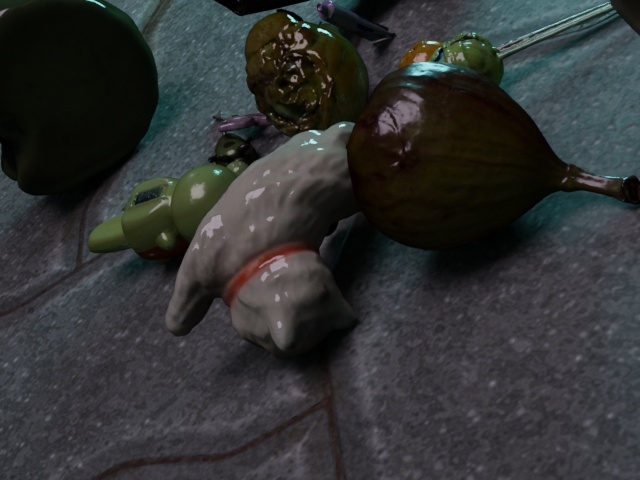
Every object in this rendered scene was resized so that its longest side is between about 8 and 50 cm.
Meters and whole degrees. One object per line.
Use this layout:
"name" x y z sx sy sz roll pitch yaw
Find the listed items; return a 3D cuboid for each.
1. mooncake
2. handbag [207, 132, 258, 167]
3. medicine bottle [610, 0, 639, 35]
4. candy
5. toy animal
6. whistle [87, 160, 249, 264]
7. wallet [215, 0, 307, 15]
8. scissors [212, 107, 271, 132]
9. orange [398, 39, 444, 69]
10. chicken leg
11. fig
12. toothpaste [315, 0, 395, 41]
"mooncake" -0.442 -0.259 2.271 0.351 0.351 0.187 -43 33 -5
"handbag" -0.129 -0.127 2.047 0.072 0.047 0.111 -28 24 -2
"medicine bottle" 0.456 -0.423 1.602 0.236 0.236 0.406 -18 38 33
"candy" 0.289 -0.259 1.750 0.335 0.092 0.093 -22 -2 15
"toy animal" 0.000 0.000 1.659 0.308 0.266 0.188 -10 27 -40
"whistle" -0.207 -0.031 1.951 0.288 0.106 0.131 -18 40 31
"wallet" -0.007 -0.397 2.128 0.318 0.045 0.172 -17 22 -20
"scissors" -0.126 -0.185 2.117 0.110 0.021 0.212 -12 14 -21
"orange" 0.141 -0.225 1.857 0.083 0.070 0.083 -32 28 19
"chicken leg" -0.031 -0.247 1.987 0.153 0.201 0.429 -45 20 8
"fig" 0.193 -0.071 1.538 0.321 0.217 0.217 16 57 21
"toothpaste" 0.045 -0.309 1.997 0.045 0.170 0.028 -13 74 32
